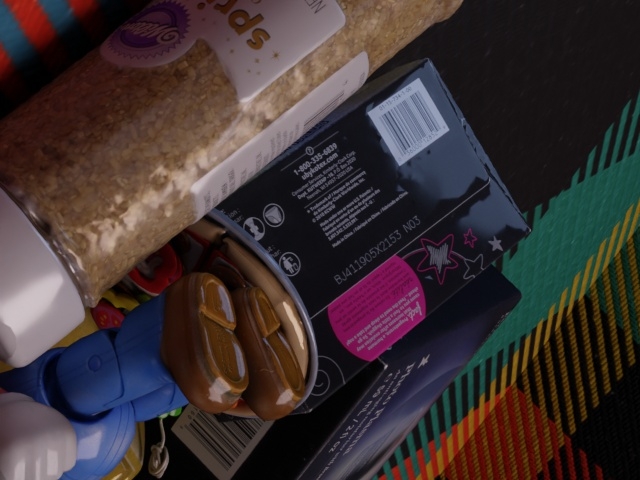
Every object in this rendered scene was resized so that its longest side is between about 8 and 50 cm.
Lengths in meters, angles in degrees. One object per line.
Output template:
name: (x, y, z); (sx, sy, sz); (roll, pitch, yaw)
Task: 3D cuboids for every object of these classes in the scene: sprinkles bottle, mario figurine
sprinkles bottle: (-0.077, -0.081, 0.926); (0.355, 0.121, 0.121); (-40, 163, -19)
mario figurine: (-0.166, 0.142, 0.975); (0.320, 0.170, 0.198); (-23, 127, 20)

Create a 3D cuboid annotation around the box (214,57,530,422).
box: (0.000, 0.000, 1.185); (0.247, 0.163, 0.142); (-37, -171, -31)

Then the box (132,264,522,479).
box: (-0.005, 0.124, 1.501); (0.296, 0.183, 0.294); (-54, 163, 27)

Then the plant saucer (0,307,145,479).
plant saucer: (-0.262, 0.201, 1.226); (0.333, 0.081, 0.333); (-42, 163, -13)

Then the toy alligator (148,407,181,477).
toy alligator: (-0.130, 0.102, 1.299); (0.051, 0.056, 0.190); (11, 98, -34)

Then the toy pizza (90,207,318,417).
toy pizza: (-0.092, 0.047, 1.052); (0.032, 0.201, 0.201); (-49, 169, -38)
